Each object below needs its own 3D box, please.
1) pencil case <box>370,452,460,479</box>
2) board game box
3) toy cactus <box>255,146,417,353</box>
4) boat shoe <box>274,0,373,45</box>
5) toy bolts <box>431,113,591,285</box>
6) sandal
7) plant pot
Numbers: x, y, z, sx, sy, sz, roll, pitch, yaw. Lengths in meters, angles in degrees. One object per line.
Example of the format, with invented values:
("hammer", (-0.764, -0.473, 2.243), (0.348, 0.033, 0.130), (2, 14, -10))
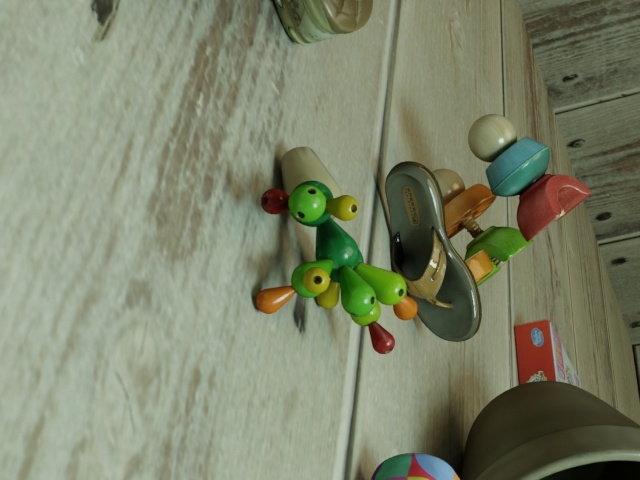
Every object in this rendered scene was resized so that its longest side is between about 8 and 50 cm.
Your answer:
("pencil case", (0.069, 0.282, 0.854), (0.236, 0.104, 0.104), (-65, 138, -60))
("board game box", (0.408, 0.332, 1.753), (0.242, 0.064, 0.316), (53, 31, -47))
("toy cactus", (0.000, 0.000, 0.881), (0.219, 0.112, 0.180), (43, 20, -52))
("boat shoe", (-0.043, -0.327, 0.972), (0.105, 0.089, 0.285), (-27, 102, -42))
("toy bolts", (0.191, -0.044, 1.270), (0.218, 0.228, 0.158), (-28, 76, -46))
("sandal", (0.120, 0.018, 1.170), (0.060, 0.090, 0.219), (-30, 108, -51))
("plant pot", (0.284, 0.306, 1.167), (0.280, 0.323, 0.323), (-94, 164, -69))
